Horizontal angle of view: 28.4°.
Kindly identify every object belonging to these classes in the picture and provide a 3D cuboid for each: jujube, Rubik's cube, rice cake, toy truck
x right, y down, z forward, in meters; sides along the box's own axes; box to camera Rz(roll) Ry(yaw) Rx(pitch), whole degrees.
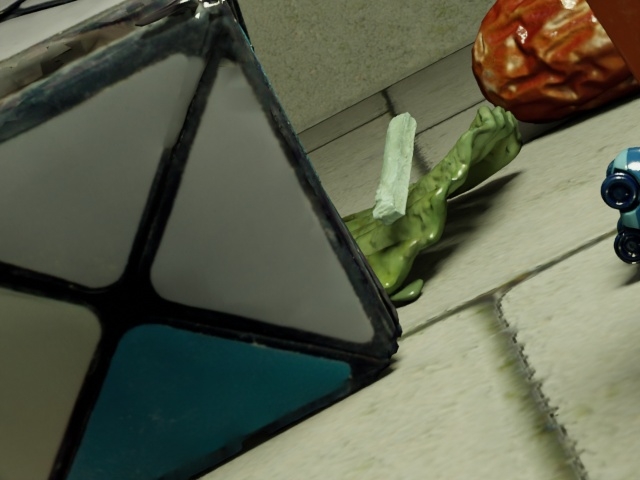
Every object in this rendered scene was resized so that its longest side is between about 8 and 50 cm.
[{"bbox_3d":[0.276,-0.221,1.335,0.250,0.174,0.174,-23,10,42],"label":"jujube"},{"bbox_3d":[-0.154,-0.024,0.893,0.310,0.307,0.305,-29,25,-4],"label":"Rubik's cube"},{"bbox_3d":[0.060,-0.058,1.013,0.022,0.021,0.121,-33,31,35],"label":"rice cake"},{"bbox_3d":[0.219,-0.025,0.766,0.090,0.073,0.056,-10,16,21],"label":"toy truck"}]

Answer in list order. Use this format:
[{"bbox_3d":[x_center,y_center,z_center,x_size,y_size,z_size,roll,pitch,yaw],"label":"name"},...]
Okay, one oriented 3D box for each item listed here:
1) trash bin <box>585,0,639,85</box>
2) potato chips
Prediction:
[{"bbox_3d":[0.219,-0.087,0.565,0.161,0.238,0.184,-33,13,-12],"label":"trash bin"},{"bbox_3d":[0.008,-0.003,1.150,0.389,0.097,0.373,-25,11,24],"label":"potato chips"}]
